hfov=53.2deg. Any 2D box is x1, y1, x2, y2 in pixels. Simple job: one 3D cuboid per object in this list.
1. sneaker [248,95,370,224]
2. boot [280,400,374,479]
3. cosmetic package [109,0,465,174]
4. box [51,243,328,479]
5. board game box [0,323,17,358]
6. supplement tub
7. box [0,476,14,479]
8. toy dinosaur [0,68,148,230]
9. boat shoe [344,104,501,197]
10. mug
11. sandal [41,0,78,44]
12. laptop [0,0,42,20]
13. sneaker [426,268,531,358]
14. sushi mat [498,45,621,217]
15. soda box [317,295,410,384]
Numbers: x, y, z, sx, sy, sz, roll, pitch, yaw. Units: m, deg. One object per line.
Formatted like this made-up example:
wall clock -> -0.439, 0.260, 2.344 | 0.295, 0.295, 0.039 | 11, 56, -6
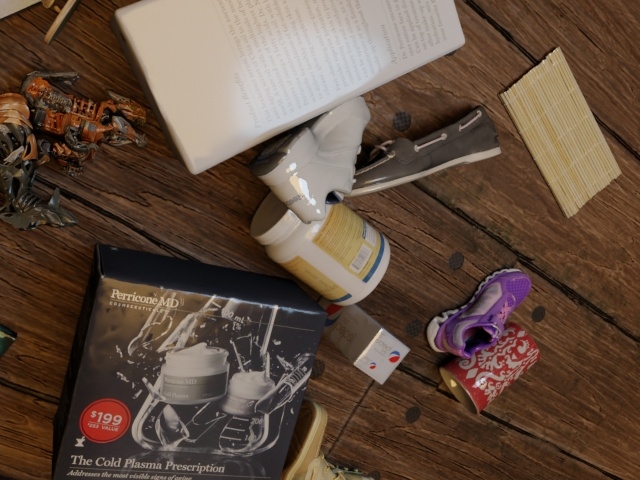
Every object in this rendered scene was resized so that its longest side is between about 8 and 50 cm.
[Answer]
sneaker -> 0.005, -0.127, 0.966 | 0.129, 0.111, 0.297 | 58, 41, -15
boot -> 0.015, 0.426, 1.189 | 0.204, 0.095, 0.261 | 14, 101, -23
cosmetic package -> -0.043, -0.302, 0.929 | 0.453, 0.161, 0.230 | -27, 112, -12
box -> -0.209, 0.202, 0.996 | 0.343, 0.179, 0.312 | 12, 99, -24
board game box -> -0.561, 0.182, 0.939 | 0.126, 0.026, 0.186 | 38, 89, -26
supplement tub -> 0.000, 0.000, 1.038 | 0.200, 0.144, 0.144 | 38, 89, -25
box -> -0.570, 0.451, 0.950 | 0.381, 0.143, 0.191 | 28, 93, -23
toy dinosaur -> -0.404, -0.123, 0.876 | 0.322, 0.164, 0.218 | -6, 92, -1
boat shoe -> 0.161, -0.151, 1.080 | 0.335, 0.112, 0.095 | -19, 93, -27
mug -> 0.332, 0.247, 1.265 | 0.169, 0.150, 0.113 | -35, 83, -10
sandal -> -0.327, -0.372, 0.836 | 0.079, 0.088, 0.240 | 34, 75, -24
laptop -> -0.546, -0.389, 0.680 | 0.236, 0.408, 0.381 | -16, 113, 20
sneaker -> 0.324, 0.148, 1.228 | 0.236, 0.104, 0.095 | -36, 113, -10
sushi mat -> 0.470, -0.201, 1.235 | 0.151, 0.019, 0.316 | -42, 115, -7
soda box -> 0.056, 0.151, 1.062 | 0.069, 0.216, 0.074 | 39, 88, -25
